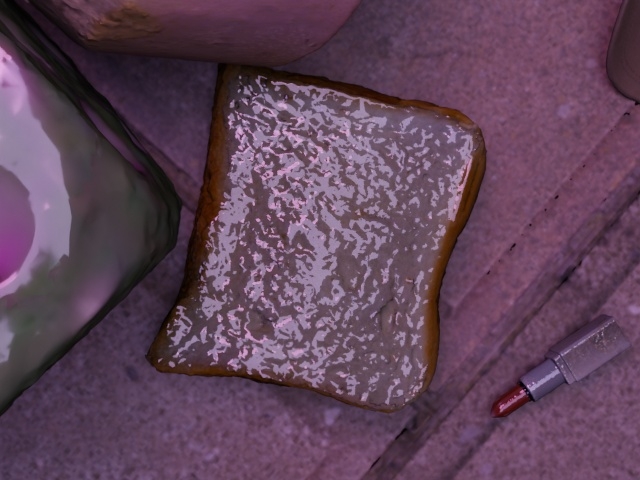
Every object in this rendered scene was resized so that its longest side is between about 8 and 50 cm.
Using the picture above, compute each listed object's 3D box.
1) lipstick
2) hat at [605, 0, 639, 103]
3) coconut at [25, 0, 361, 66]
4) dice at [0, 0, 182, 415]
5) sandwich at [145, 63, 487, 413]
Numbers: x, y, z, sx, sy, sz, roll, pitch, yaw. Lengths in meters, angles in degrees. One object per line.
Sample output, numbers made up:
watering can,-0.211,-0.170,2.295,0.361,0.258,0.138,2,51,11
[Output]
lipstick,0.193,0.109,0.999,0.129,0.030,0.030,-32,96,-5
hat,0.309,-0.207,0.995,0.166,0.144,0.173,23,133,-9
coconut,-0.079,-0.268,0.812,0.310,0.297,0.297,-3,93,-41
dice,-0.300,-0.025,0.788,0.330,0.318,0.322,-43,97,-3
sandwich,0.000,0.000,0.943,0.226,0.087,0.251,13,91,-8
